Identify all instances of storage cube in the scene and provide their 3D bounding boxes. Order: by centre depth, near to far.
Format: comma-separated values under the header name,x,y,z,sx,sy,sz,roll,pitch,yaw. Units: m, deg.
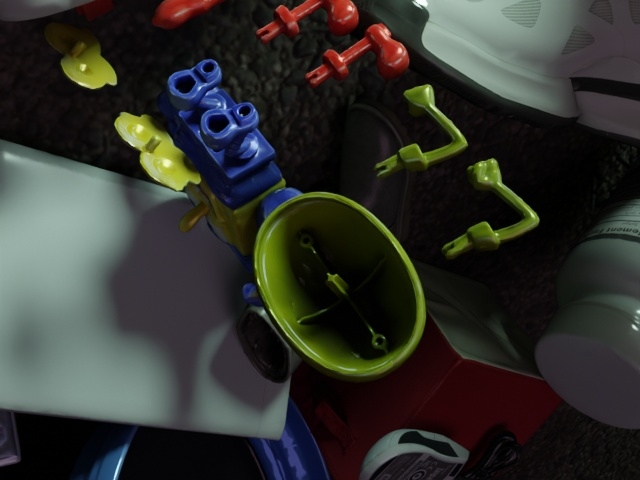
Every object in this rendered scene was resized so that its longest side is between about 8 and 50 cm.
name,x,y,z,sx,sy,sz,roll,pitch,yaw
storage cube,0.108,0.151,0.965,0.215,0.183,0.193,20,114,-38

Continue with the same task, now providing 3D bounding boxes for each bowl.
name,x,y,z,sx,sy,sz,roll,pitch,yaw
bowl,-0.104,0.313,0.877,0.077,0.391,0.391,-13,141,28

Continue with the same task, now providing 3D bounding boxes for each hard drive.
name,x,y,z,sx,sy,sz,roll,pitch,yaw
hard drive,-0.152,0.053,0.765,0.308,0.040,0.203,16,75,-37

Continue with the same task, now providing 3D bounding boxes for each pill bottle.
name,x,y,z,sx,sy,sz,roll,pitch,yaw
pill bottle,0.350,0.029,0.913,0.318,0.176,0.176,-47,141,-27

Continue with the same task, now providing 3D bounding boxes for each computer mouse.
name,x,y,z,sx,sy,sz,roll,pitch,yaw
computer mouse,0.104,0.209,0.856,0.193,0.042,0.106,23,117,-43

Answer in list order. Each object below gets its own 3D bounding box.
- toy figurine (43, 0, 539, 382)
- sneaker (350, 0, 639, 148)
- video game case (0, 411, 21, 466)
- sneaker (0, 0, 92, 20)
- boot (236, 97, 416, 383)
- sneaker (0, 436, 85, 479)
name,x,y,z,sx,sy,sz,roll,pitch,yaw
toy figurine,-0.026,-0.048,0.683,0.191,0.362,0.217,-37,161,-13
sneaker,0.223,-0.230,0.758,0.448,0.169,0.257,5,115,-40
video game case,-0.356,0.118,0.735,0.190,0.022,0.173,-9,92,-22
sneaker,-0.112,-0.272,0.565,0.292,0.108,0.169,-34,133,-12
boot,0.002,0.000,0.798,0.208,0.076,0.189,-40,136,-31
sneaker,-0.236,0.311,0.863,0.202,0.185,0.483,-46,116,-3
